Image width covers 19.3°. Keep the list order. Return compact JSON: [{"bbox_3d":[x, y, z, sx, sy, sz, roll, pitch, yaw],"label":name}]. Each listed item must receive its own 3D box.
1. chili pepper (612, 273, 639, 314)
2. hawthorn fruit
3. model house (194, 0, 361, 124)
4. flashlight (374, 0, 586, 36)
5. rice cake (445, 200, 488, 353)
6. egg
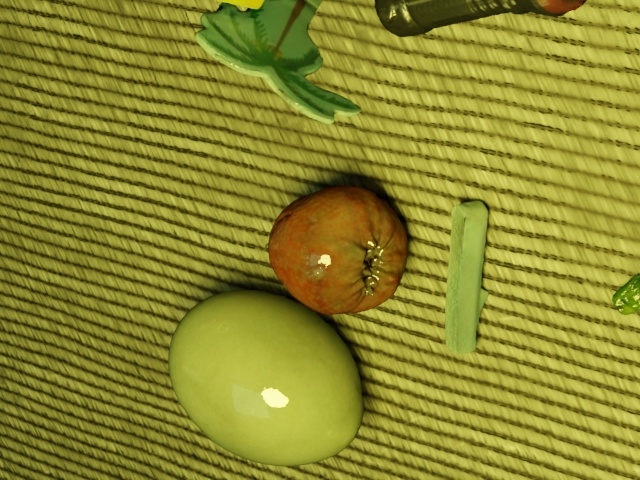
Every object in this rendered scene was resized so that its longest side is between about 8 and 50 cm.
[{"bbox_3d":[0.326,0.051,1.862,0.091,0.034,0.030,-18,134,44],"label":"chili pepper"},{"bbox_3d":[0.002,0.001,2.025,0.189,0.149,0.149,25,127,25],"label":"hawthorn fruit"},{"bbox_3d":[-0.024,-0.315,1.733,0.340,0.323,0.300,50,135,13],"label":"model house"},{"bbox_3d":[0.154,-0.244,1.810,0.232,0.093,0.093,-8,108,48],"label":"flashlight"},{"bbox_3d":[0.157,0.040,1.996,0.030,0.042,0.180,45,141,50],"label":"rice cake"},{"bbox_3d":[-0.061,0.157,2.138,0.253,0.186,0.186,34,131,28],"label":"egg"}]
